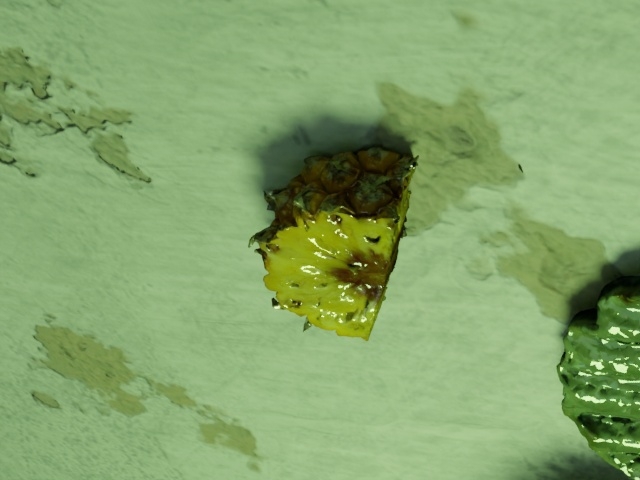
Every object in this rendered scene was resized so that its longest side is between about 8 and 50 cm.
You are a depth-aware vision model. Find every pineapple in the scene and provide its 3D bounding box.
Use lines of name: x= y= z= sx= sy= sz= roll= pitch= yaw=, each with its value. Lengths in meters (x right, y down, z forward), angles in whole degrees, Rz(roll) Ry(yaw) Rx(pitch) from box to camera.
pineapple: x=0.000 y=-0.001 z=1.140 sx=0.135 sy=0.079 sz=0.233 roll=22 pitch=143 yaw=6

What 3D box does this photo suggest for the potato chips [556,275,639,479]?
potato chips: x=0.404 y=0.127 z=1.084 sx=0.429 sy=0.070 sz=0.358 roll=10 pitch=143 yaw=19
